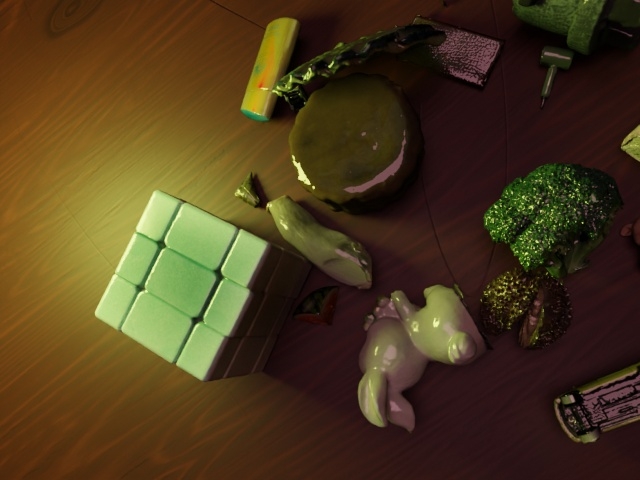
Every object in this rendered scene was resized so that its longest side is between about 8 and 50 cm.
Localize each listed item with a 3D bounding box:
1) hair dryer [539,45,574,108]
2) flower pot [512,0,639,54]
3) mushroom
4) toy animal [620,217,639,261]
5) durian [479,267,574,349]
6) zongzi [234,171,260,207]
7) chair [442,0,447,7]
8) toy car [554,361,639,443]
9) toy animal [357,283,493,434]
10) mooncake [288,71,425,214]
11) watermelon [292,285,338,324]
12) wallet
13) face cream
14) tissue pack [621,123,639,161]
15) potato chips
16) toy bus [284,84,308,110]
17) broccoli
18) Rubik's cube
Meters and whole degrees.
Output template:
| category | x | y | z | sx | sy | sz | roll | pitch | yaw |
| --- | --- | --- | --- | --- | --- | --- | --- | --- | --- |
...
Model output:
| category | x | y | z | sx | sy | sz | roll | pitch | yaw |
| --- | --- | --- | --- | --- | --- | --- | --- | --- | --- |
| hair dryer | 0.555 | -0.391 | 1.265 | 0.071 | 0.047 | 0.150 | 17 | 95 | 18 |
| flower pot | 0.609 | -0.572 | 1.145 | 0.282 | 0.299 | 0.299 | 35 | 90 | 21 |
| mushroom | -0.002 | 0.001 | 1.293 | 0.351 | 0.097 | 0.109 | 36 | 64 | 21 |
| toy animal | 0.718 | 0.010 | 1.129 | 0.083 | 0.089 | 0.150 | -2 | 75 | -9 |
| durian | 0.444 | 0.137 | 1.138 | 0.195 | 0.167 | 0.196 | 6 | 69 | -15 |
| zongzi | -0.179 | -0.135 | 1.404 | 0.076 | 0.040 | 0.083 | 31 | 71 | 11 |
| chair | 0.328 | -0.659 | 1.369 | 0.042 | 0.037 | 0.086 | -22 | 71 | 21 |
| toy car | 0.613 | 0.320 | 1.071 | 0.256 | 0.124 | 0.101 | -29 | 74 | 17 |
| toy animal | 0.207 | 0.246 | 1.146 | 0.309 | 0.183 | 0.247 | -31 | 41 | 4 |
| mooncake | 0.095 | -0.224 | 1.270 | 0.323 | 0.187 | 0.325 | -3 | 79 | 16 |
| watermelon | -0.009 | 0.175 | 1.291 | 0.135 | 0.125 | 0.094 | -33 | 105 | 35 |
| wallet | 0.329 | -0.483 | 1.337 | 0.243 | 0.039 | 0.133 | 24 | 93 | 17 |
| face cream | -0.139 | -0.456 | 1.417 | 0.139 | 0.067 | 0.285 | 9 | 80 | 51 |
| tissue pack | 0.831 | -0.255 | 1.123 | 0.271 | 0.124 | 0.201 | -47 | 69 | 3 |
| potato chips | 0.086 | -0.436 | 1.232 | 0.358 | 0.429 | 0.070 | 1 | 120 | 40 |
| toy bus | -0.066 | -0.391 | 1.384 | 0.052 | 0.102 | 0.058 | -13 | 74 | 12 |
| broccoli | 0.506 | -0.047 | 1.124 | 0.294 | 0.265 | 0.246 | -16 | 108 | -26 |
| Rubik's cube | -0.253 | 0.109 | 1.225 | 0.321 | 0.319 | 0.316 | 24 | 87 | 18 |
